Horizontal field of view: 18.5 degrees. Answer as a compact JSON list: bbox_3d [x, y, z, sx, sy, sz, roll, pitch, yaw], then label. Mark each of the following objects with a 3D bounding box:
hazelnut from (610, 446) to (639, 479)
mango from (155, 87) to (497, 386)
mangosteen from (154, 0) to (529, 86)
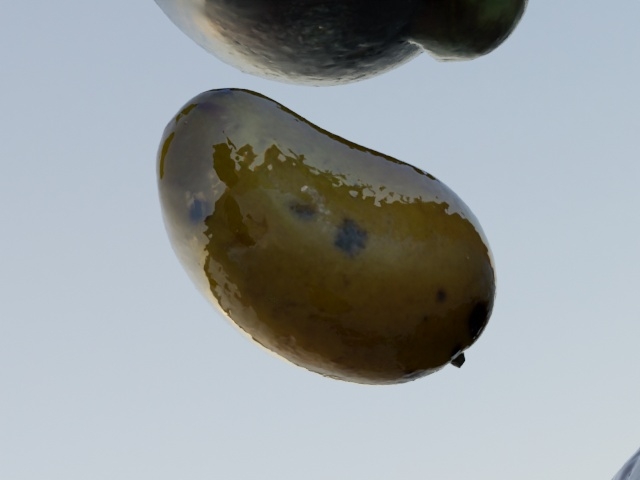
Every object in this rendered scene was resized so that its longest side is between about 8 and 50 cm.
[{"bbox_3d":[0.289,0.232,0.970,0.359,0.409,0.359,-8,-58,-13],"label":"hazelnut"},{"bbox_3d":[0.000,0.003,0.923,0.090,0.178,0.115,-29,40,57],"label":"mango"},{"bbox_3d":[0.018,-0.260,1.324,0.330,0.330,0.330,-32,-22,-15],"label":"mangosteen"}]
